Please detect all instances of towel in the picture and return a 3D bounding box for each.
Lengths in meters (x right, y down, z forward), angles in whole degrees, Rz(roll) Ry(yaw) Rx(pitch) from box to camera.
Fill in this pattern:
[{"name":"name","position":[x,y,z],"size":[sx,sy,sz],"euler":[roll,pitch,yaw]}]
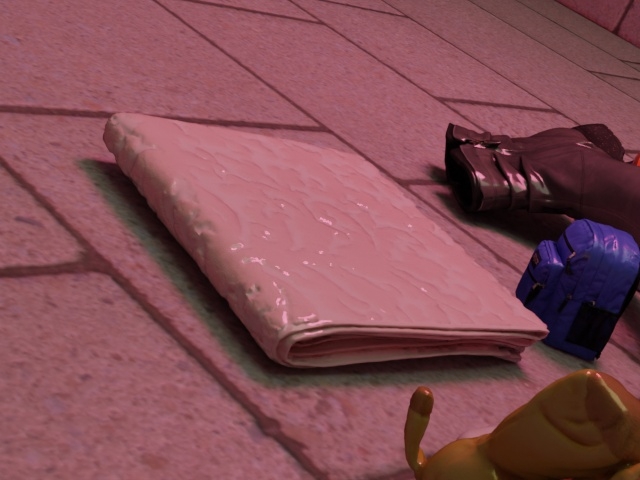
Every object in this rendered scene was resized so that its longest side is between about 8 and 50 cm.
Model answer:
[{"name":"towel","position":[0.000,0.000,1.043],"size":[0.317,0.053,0.332],"euler":[6,29,-41]}]

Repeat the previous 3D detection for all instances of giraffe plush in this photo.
[{"name":"giraffe plush","position":[0.152,0.174,0.712],"size":[0.210,0.181,0.171],"euler":[-2,-11,40]}]

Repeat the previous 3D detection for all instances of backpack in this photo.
[{"name":"backpack","position":[0.254,0.040,1.128],"size":[0.101,0.120,0.098],"euler":[21,23,-11]}]

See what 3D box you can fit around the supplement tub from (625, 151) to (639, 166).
[{"name":"supplement tub","position":[0.514,-0.089,1.631],"size":[0.106,0.106,0.198],"euler":[8,-10,-36]}]

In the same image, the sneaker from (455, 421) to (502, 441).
[{"name":"sneaker","position":[0.162,0.147,0.871],"size":[0.152,0.061,0.053],"euler":[4,32,-39]}]

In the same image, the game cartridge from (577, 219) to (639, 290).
[{"name":"game cartridge","position":[0.449,0.023,1.469],"size":[0.198,0.062,0.297],"euler":[11,26,-22]}]

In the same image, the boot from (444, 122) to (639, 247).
[{"name":"boot","position":[0.276,-0.049,1.355],"size":[0.223,0.118,0.338],"euler":[-1,21,-13]}]
